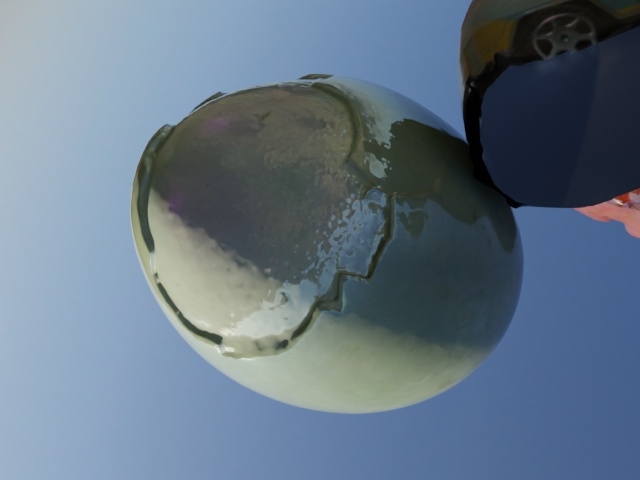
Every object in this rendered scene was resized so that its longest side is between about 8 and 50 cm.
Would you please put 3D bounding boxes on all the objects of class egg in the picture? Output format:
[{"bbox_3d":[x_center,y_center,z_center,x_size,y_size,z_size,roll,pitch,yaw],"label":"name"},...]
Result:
[{"bbox_3d":[0.000,0.000,0.971,0.278,0.336,0.278,-16,-114,42],"label":"egg"}]

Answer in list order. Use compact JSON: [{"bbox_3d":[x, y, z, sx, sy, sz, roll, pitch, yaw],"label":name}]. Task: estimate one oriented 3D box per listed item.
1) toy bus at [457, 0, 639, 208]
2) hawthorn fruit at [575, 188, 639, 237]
[{"bbox_3d":[0.290,-0.159,0.905,0.386,0.171,0.162,-16,-142,8],"label":"toy bus"},{"bbox_3d":[0.353,-0.149,1.136,0.307,0.276,0.276,-61,-160,16],"label":"hawthorn fruit"}]
